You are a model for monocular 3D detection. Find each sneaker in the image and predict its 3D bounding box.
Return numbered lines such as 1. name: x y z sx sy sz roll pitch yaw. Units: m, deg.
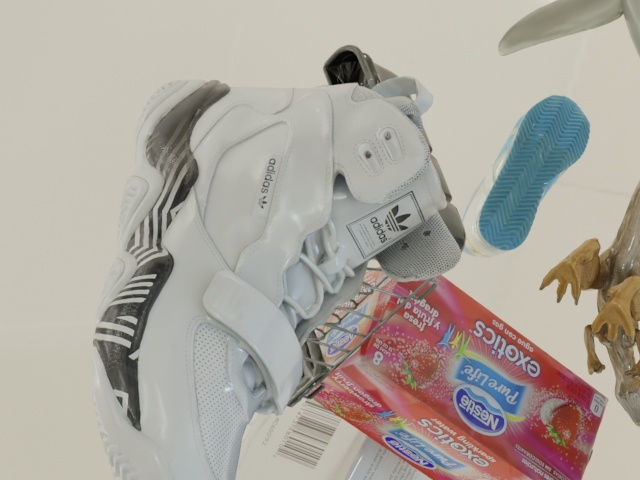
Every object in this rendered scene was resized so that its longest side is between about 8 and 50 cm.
1. sneaker: -0.022 0.026 0.915 0.137 0.210 0.365 67 -160 -49
2. sneaker: 0.233 -0.078 1.641 0.087 0.228 0.092 40 158 -8

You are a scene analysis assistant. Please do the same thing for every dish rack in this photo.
1. dish rack: 0.000 0.000 1.160 0.271 0.074 0.208 -46 46 34

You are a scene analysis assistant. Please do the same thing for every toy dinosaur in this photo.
1. toy dinosaur: 0.192 0.016 0.888 0.064 0.112 0.211 15 107 30

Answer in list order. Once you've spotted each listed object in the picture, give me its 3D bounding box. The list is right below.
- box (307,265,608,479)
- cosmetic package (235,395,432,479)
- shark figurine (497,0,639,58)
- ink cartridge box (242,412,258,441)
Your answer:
1. box: 0.123 0.141 1.296 0.128 0.257 0.122 -25 34 56
2. cosmetic package: 0.082 0.287 1.510 0.155 0.365 0.197 14 66 42
3. shark figurine: 0.157 -0.091 0.511 0.116 0.166 0.278 66 -176 -46
4. ink cartridge box: -0.037 0.282 2.039 0.203 0.148 0.085 6 126 40
